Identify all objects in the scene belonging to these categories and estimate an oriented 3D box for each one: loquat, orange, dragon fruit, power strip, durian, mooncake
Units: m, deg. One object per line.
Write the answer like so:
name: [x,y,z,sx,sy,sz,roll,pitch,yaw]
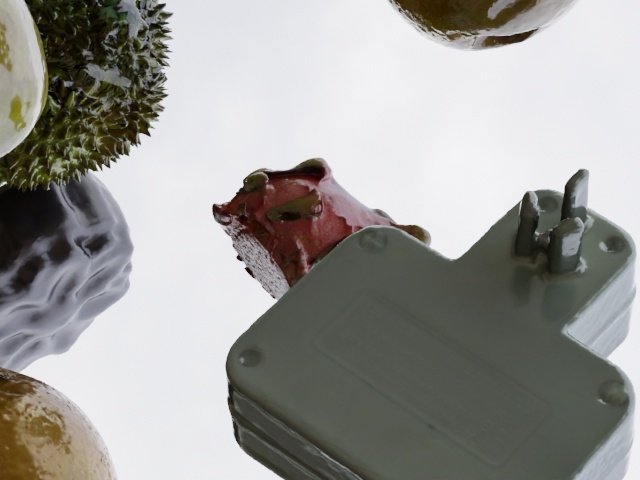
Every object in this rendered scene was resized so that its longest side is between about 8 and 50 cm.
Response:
loquat: [0.146,-0.271,1.738,0.213,0.213,0.213,-24,-122,47]
orange: [-0.314,0.250,1.817,0.274,0.274,0.274,-24,-122,47]
dragon fruit: [0.000,0.000,1.836,0.133,0.207,0.150,84,10,-78]
power strip: [0.099,0.067,1.246,0.229,0.261,0.141,33,-33,26]
durian: [-0.296,-0.190,2.100,0.224,0.291,0.291,171,-69,-70]
mooncake: [-0.337,0.045,2.215,0.141,0.283,0.283,48,-59,16]

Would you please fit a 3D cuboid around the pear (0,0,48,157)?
pear: [-0.401,-0.167,1.708,0.304,0.304,0.304,-24,-122,47]
